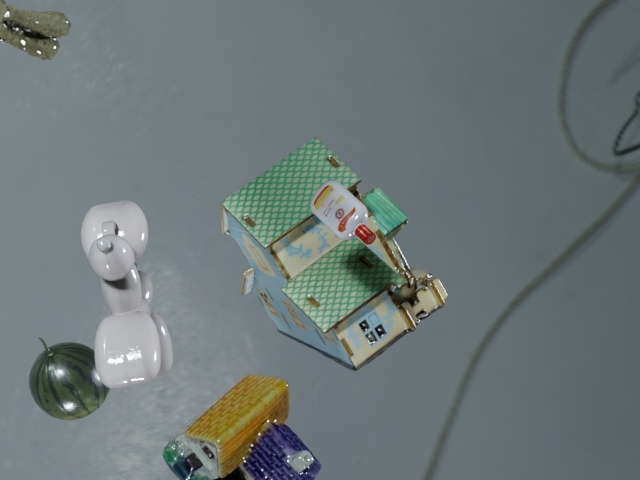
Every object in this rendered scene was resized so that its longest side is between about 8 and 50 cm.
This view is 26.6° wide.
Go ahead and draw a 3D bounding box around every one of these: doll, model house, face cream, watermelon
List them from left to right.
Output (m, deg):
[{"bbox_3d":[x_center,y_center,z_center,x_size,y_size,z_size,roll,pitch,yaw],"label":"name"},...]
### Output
[{"bbox_3d":[-0.407,-0.269,1.582,0.286,0.202,0.091,-18,69,-36],"label":"doll"},{"bbox_3d":[-0.342,0.179,1.811,0.105,0.105,0.133,-43,123,-18],"label":"watermelon"},{"bbox_3d":[-0.169,0.046,1.176,0.059,0.161,0.160,-9,86,1],"label":"doll"},{"bbox_3d":[-0.057,0.172,1.096,0.088,0.100,0.100,-39,90,-33],"label":"model house"},{"bbox_3d":[0.000,0.000,1.483,0.178,0.271,0.206,-36,108,-12],"label":"model house"},{"bbox_3d":[0.024,-0.023,1.287,0.040,0.083,0.021,-53,139,8],"label":"face cream"}]
